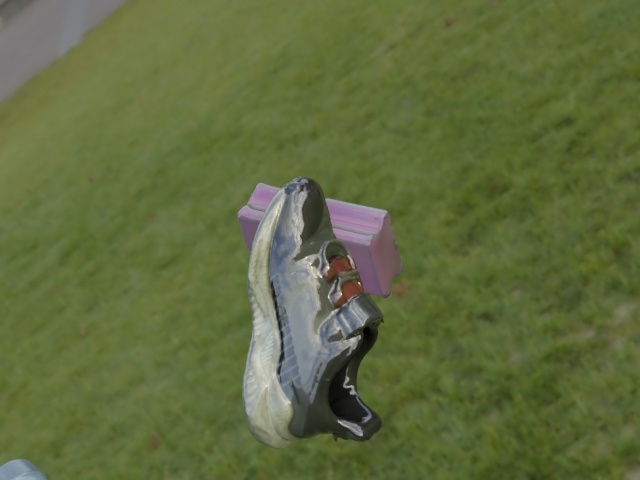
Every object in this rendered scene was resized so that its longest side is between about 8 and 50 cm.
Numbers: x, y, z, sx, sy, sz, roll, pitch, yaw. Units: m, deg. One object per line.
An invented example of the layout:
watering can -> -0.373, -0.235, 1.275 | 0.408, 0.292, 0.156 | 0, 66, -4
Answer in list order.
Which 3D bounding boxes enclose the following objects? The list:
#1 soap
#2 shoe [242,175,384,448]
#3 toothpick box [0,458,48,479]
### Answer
soap -> 0.000, 0.000, 1.848 | 0.203, 0.122, 0.065 | 12, 53, 26
shoe -> 0.003, 0.065, 1.134 | 0.112, 0.228, 0.099 | 11, 13, 25
toothpick box -> -0.410, 0.400, 2.021 | 0.101, 0.101, 0.153 | -42, 56, -17
